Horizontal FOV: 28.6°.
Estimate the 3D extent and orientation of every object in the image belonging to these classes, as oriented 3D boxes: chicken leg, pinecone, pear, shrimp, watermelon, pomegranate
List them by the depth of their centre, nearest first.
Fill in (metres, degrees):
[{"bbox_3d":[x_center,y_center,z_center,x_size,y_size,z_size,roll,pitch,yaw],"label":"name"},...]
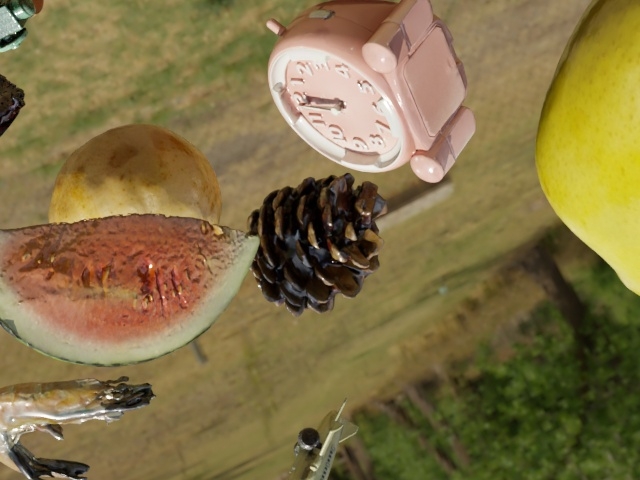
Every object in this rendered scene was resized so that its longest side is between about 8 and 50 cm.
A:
[{"bbox_3d":[-0.161,0.035,0.983,0.245,0.063,0.119,2,112,-27],"label":"watermelon"},{"bbox_3d":[0.388,-0.130,1.098,0.418,0.362,0.362,-41,163,30],"label":"pear"},{"bbox_3d":[-0.281,0.218,1.419,0.219,0.152,0.046,-11,-149,10],"label":"shrimp"},{"bbox_3d":[-0.446,-0.112,1.429,0.253,0.106,0.051,-20,130,17],"label":"chicken leg"},{"bbox_3d":[-0.218,-0.038,1.491,0.207,0.207,0.207,-25,169,-5],"label":"pomegranate"},{"bbox_3d":[-0.001,-0.001,1.668,0.204,0.179,0.184,-30,-171,22],"label":"pinecone"}]

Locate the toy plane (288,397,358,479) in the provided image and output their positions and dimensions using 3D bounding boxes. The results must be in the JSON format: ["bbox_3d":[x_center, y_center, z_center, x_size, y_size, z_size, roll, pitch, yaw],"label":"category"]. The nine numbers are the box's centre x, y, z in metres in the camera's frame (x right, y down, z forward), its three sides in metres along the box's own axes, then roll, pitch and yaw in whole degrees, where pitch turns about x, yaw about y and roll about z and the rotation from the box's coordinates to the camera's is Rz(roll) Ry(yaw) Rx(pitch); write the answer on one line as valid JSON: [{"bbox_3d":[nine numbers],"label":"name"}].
[{"bbox_3d":[-0.017,0.391,2.186,0.244,0.092,0.229,-56,174,-27],"label":"toy plane"}]

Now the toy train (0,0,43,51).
[{"bbox_3d":[-0.624,-0.391,2.260,0.285,0.116,0.177,-21,-147,24],"label":"toy train"}]

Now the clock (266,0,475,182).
[{"bbox_3d":[0.049,-0.197,1.539,0.241,0.227,0.142,7,-131,38],"label":"clock"}]
